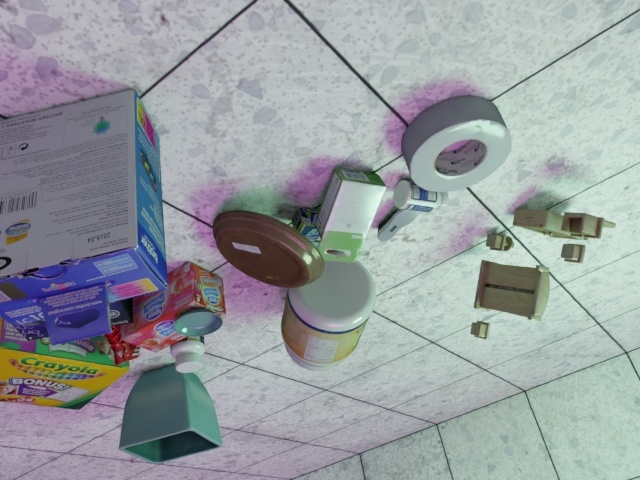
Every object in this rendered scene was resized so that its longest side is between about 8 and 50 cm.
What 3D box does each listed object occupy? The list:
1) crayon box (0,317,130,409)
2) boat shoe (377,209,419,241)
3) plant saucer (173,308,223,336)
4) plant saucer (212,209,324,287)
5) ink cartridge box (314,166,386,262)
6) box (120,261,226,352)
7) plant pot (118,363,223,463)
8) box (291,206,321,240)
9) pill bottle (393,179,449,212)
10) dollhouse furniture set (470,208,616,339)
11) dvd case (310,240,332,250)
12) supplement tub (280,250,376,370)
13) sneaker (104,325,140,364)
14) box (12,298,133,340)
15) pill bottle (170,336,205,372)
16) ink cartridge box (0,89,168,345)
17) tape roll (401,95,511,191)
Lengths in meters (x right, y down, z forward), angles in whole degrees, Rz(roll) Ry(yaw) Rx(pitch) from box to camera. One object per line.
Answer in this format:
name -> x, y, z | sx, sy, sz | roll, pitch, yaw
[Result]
crayon box -> -0.785, 0.363, 1.693 | 0.363, 0.106, 0.313 | 22, 134, -40
boat shoe -> 0.186, -0.052, 1.461 | 0.049, 0.040, 0.142 | 22, 134, -28
plant saucer -> -0.301, 0.199, 1.463 | 0.119, 0.021, 0.119 | -9, 144, -6
plant saucer -> -0.126, 0.030, 1.362 | 0.277, 0.041, 0.278 | 18, 150, 11
ink cartridge box -> 0.056, -0.054, 1.337 | 0.109, 0.062, 0.209 | 6, 122, -24
box -> -0.383, 0.177, 1.536 | 0.256, 0.123, 0.128 | -27, 143, 21
plant pot -> -0.487, 0.552, 1.935 | 0.247, 0.252, 0.247 | -17, 147, 6
box -> 0.021, -0.035, 1.418 | 0.168, 0.054, 0.059 | 5, 142, -23
pill bottle -> 0.235, -0.101, 1.381 | 0.120, 0.067, 0.067 | 6, 142, -25
dollhouse furniture set -> 0.581, 0.110, 1.535 | 0.173, 0.356, 0.303 | 12, 178, -30
dvd case -> 0.000, 0.000, 1.500 | 0.119, 0.013, 0.087 | -5, 146, -13
supplement tub -> 0.011, 0.202, 1.606 | 0.228, 0.228, 0.316 | -4, 146, -13
sneaker -> -0.545, 0.255, 1.593 | 0.087, 0.128, 0.221 | -21, 145, 13
box -> -0.608, 0.141, 1.434 | 0.261, 0.103, 0.184 | -10, 149, -4
pill bottle -> -0.368, 0.273, 1.639 | 0.094, 0.169, 0.094 | -9, 146, -6
ink cartridge box -> -0.404, -0.034, 0.974 | 0.270, 0.396, 0.151 | -13, 146, 1
tape roll -> 0.285, -0.198, 1.250 | 0.219, 0.072, 0.219 | -9, 146, -6
